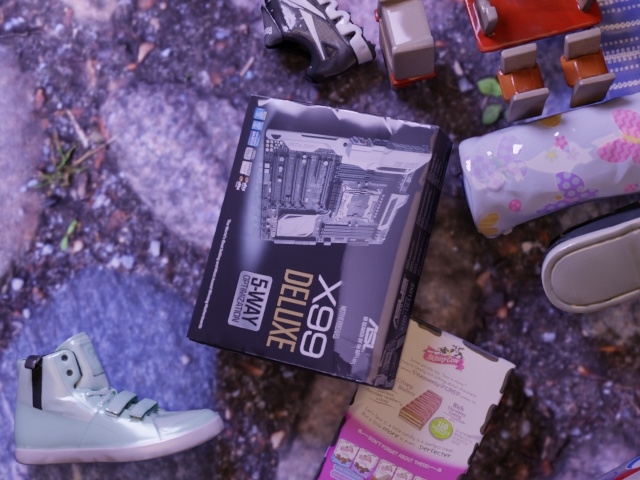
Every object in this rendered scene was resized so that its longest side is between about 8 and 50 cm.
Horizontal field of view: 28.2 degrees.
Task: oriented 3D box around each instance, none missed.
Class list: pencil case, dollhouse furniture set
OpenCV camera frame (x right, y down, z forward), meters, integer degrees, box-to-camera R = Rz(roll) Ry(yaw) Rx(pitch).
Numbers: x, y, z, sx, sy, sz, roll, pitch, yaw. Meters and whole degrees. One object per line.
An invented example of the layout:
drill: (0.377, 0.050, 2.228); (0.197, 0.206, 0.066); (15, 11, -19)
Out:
pencil case: (0.296, -0.091, 1.488); (0.273, 0.113, 0.124); (-16, 93, 11)
dollhouse furniture set: (0.199, -0.264, 1.514); (0.259, 0.135, 0.262); (-13, 76, 1)

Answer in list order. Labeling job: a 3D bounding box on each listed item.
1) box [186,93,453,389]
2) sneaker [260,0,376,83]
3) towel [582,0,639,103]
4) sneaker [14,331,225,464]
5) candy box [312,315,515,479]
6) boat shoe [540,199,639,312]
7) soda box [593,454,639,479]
box: (0.000, 0.000, 1.497); (0.242, 0.076, 0.307); (13, 84, 22)
sneaker: (-0.040, -0.289, 1.558); (0.106, 0.078, 0.234); (-37, 86, -3)
towel: (0.431, -0.298, 1.562); (0.243, 0.040, 0.336); (-12, 87, 0)
sneaker: (-0.245, 0.183, 1.517); (0.256, 0.094, 0.151); (-5, 91, 5)
candy box: (0.111, 0.218, 1.510); (0.159, 0.071, 0.233); (26, 88, 7)
boat shoe: (0.423, -0.002, 1.495); (0.340, 0.113, 0.127); (-19, 106, 8)
soda box: (0.365, 0.307, 1.480); (0.263, 0.092, 0.083); (-29, 85, 0)
